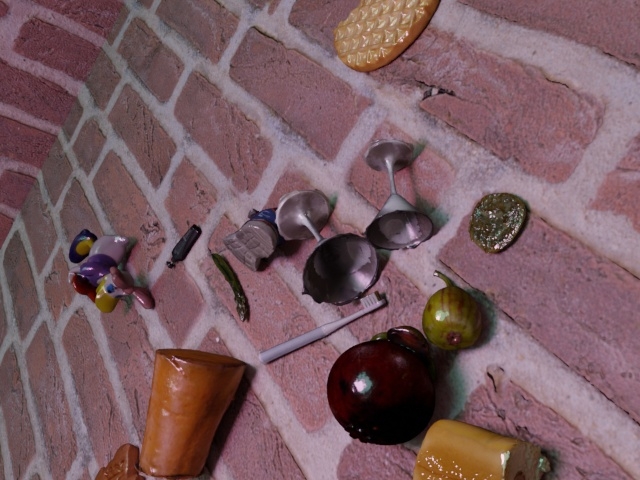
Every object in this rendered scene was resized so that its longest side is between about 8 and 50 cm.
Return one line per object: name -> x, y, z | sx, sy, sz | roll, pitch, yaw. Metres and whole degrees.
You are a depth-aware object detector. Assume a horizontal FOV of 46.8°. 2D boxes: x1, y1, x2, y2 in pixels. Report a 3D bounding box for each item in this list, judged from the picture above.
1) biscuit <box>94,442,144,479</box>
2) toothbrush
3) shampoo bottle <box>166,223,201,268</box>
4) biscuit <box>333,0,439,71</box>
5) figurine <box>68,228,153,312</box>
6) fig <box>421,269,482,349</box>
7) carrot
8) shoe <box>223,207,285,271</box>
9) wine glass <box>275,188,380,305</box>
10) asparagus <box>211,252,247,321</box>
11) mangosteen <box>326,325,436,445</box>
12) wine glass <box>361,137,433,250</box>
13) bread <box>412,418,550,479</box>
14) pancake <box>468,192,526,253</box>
biscuit -> -0.476, 0.640, 1.730 | 0.306, 0.043, 0.284 | 32, 98, 53
toothbrush -> -0.006, 0.172, 1.400 | 0.342, 0.025, 0.030 | -33, 83, 38
shampoo bottle -> -0.354, 0.018, 1.905 | 0.137, 0.027, 0.048 | -52, 49, 21
biscuit -> 0.138, -0.460, 1.530 | 0.309, 0.040, 0.205 | -34, 49, 37
figurine -> -0.593, 0.086, 2.073 | 0.193, 0.154, 0.421 | -44, 35, 2
fig -> 0.193, 0.090, 1.148 | 0.093, 0.093, 0.166 | -39, 45, 33
carrot -> -0.270, 0.356, 1.520 | 0.196, 0.196, 0.254 | 11, 89, 52
shoe -> -0.127, -0.018, 1.584 | 0.125, 0.099, 0.227 | -52, 9, -25
wine glass -> 0.000, 0.000, 1.391 | 0.156, 0.156, 0.232 | -57, 33, 14
asparagus -> -0.202, 0.100, 1.676 | 0.034, 0.027, 0.236 | -39, 43, 4
mangosteen -> 0.103, 0.218, 1.143 | 0.199, 0.199, 0.200 | -26, 53, 41
wine glass -> 0.130, -0.087, 1.298 | 0.122, 0.122, 0.183 | -33, 46, 37
bread -> 0.214, 0.322, 1.007 | 0.173, 0.085, 0.134 | 7, 81, 51
pancake -> 0.276, -0.031, 1.164 | 0.108, 0.017, 0.108 | -29, 48, 38
